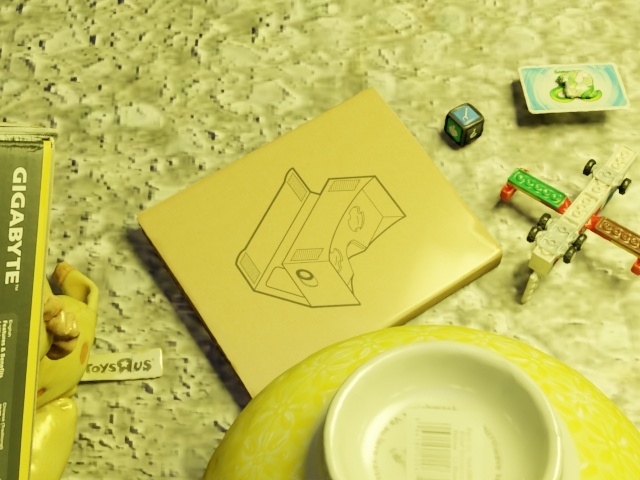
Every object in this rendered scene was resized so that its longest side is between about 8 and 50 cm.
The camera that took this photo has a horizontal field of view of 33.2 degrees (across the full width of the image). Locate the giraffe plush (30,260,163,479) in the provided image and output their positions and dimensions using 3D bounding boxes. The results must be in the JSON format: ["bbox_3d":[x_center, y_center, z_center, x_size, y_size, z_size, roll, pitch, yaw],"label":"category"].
[{"bbox_3d":[-0.204,0.067,0.626,0.210,0.170,0.181,-20,67,-10],"label":"giraffe plush"}]

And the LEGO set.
[{"bbox_3d":[0.216,-0.051,0.773,0.244,0.060,0.182,-3,53,-4],"label":"LEGO set"}]

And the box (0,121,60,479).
[{"bbox_3d":[-0.249,0.091,0.525,0.257,0.079,0.322,10,98,34],"label":"box"}]

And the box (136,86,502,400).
[{"bbox_3d":[0.000,0.000,0.745,0.201,0.021,0.164,-30,69,-15],"label":"box"}]

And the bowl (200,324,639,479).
[{"bbox_3d":[0.062,0.143,0.565,0.289,0.156,0.289,-2,48,2],"label":"bowl"}]
